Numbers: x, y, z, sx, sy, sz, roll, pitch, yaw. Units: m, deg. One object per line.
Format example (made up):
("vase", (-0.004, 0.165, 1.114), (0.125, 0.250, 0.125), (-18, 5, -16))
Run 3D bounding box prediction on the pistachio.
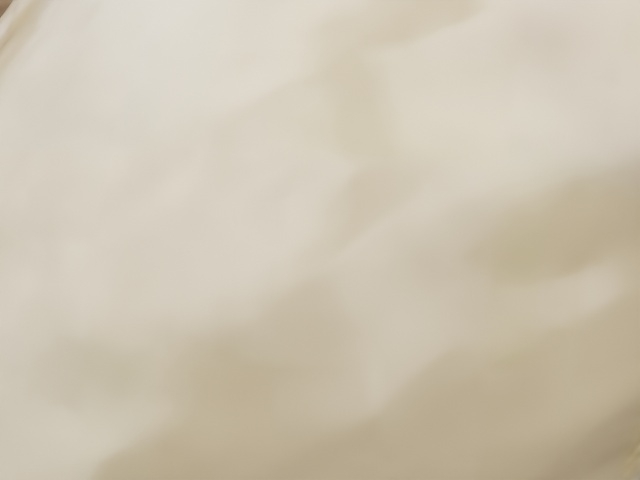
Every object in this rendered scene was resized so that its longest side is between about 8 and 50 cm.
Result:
("pistachio", (0.000, 0.000, 0.467), (0.309, 0.230, 0.230), (-32, 31, 14))
